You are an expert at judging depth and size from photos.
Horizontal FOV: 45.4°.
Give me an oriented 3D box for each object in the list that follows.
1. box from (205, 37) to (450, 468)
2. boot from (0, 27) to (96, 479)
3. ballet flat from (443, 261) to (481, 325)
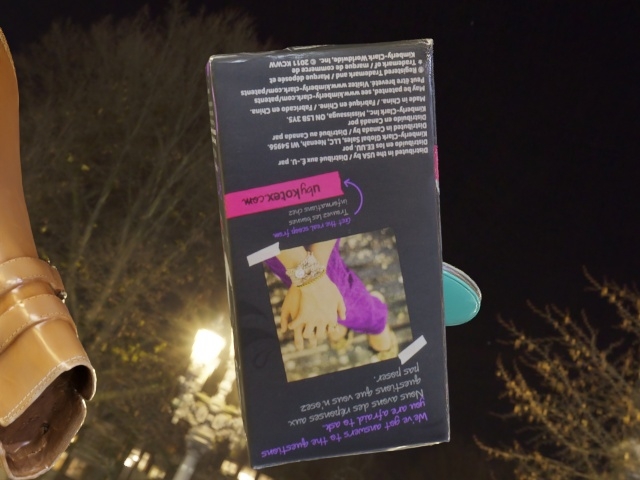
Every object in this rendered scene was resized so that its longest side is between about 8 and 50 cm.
[{"bbox_3d":[0.000,0.000,0.558,0.143,0.270,0.165,-5,11,-8],"label":"box"},{"bbox_3d":[-0.149,0.003,0.350,0.152,0.073,0.197,49,-41,31],"label":"boot"},{"bbox_3d":[0.060,0.028,0.725,0.213,0.068,0.072,13,-58,-28],"label":"ballet flat"}]
